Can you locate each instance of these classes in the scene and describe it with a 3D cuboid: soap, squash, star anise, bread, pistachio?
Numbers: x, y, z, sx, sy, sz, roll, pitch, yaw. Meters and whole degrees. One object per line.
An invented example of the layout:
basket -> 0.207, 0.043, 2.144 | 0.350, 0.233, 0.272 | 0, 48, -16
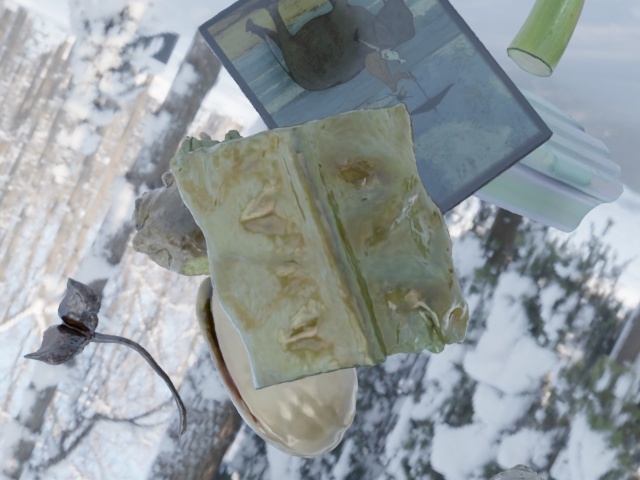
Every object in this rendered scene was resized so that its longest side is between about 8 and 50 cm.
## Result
soap -> 0.305, -0.134, 1.318 | 0.347, 0.115, 0.208 | 16, -141, -38
squash -> 0.408, -0.386, 1.539 | 0.095, 0.188, 0.095 | 30, 177, 2
star anise -> -0.280, 0.177, 1.244 | 0.227, 0.218, 0.148 | 21, -141, 0
bread -> 0.006, -0.001, 0.836 | 0.238, 0.252, 0.196 | -10, -178, 28
pistachio -> -0.067, 0.170, 1.307 | 0.318, 0.193, 0.214 | 53, -141, 9

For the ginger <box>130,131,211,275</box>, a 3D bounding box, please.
ginger -> -0.237, -0.064, 1.616 | 0.218, 0.270, 0.123 | 1, 150, -2

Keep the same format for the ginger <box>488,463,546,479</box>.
ginger -> 0.212, 0.310, 0.960 | 0.109, 0.116, 0.263 | 45, -171, 22

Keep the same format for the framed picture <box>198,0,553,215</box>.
framed picture -> 0.061, -0.181, 1.012 | 0.347, 0.265, 0.016 | 55, 174, 8
